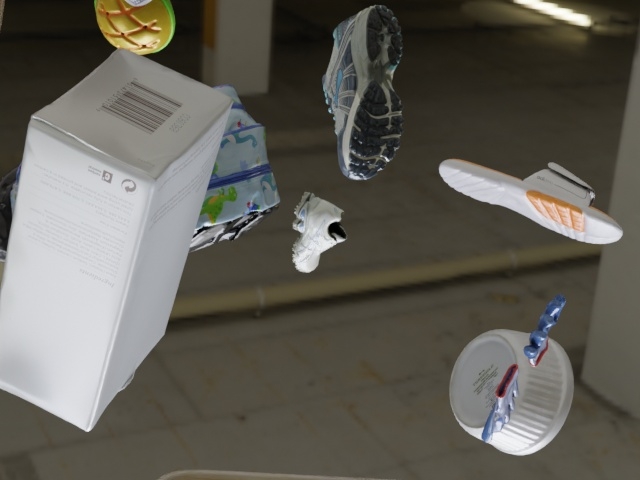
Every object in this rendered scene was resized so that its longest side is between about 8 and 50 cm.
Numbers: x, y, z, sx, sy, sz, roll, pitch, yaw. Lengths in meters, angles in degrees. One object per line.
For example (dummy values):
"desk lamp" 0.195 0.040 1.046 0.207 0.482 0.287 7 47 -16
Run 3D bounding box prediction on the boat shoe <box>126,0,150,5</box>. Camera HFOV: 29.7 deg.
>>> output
"boat shoe" -0.250 -0.400 1.429 0.102 0.108 0.301 32 -148 -40

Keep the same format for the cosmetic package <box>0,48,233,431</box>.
"cosmetic package" -0.248 0.003 1.389 0.156 0.385 0.217 26 -146 5

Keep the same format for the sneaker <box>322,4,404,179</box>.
"sneaker" 0.061 -0.231 1.945 0.110 0.283 0.122 17 165 -40

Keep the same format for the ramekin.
"ramekin" 0.309 0.245 2.010 0.109 0.207 0.207 21 -169 -32

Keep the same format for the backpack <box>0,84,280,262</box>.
"backpack" -0.229 -0.076 1.630 0.355 0.273 0.290 8 -168 35

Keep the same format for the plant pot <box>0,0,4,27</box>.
"plant pot" -0.505 -0.286 1.389 0.243 0.275 0.275 10 -158 -5

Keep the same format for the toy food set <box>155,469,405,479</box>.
"toy food set" -0.028 0.347 1.176 0.306 0.220 0.092 5 -163 -7

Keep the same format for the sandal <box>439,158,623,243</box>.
"sandal" 0.296 -0.077 1.650 0.265 0.076 0.102 23 164 7

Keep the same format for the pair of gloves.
"pair of gloves" 0.257 0.164 1.520 0.023 0.159 0.198 27 -109 17

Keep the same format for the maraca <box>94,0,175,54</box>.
"maraca" -0.273 -0.349 1.779 0.127 0.186 0.099 17 -128 1

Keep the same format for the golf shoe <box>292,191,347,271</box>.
"golf shoe" 0.000 0.000 2.013 0.086 0.176 0.069 17 -127 11
